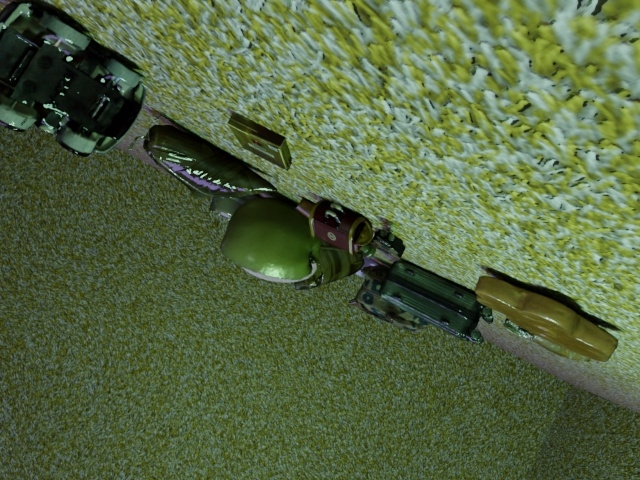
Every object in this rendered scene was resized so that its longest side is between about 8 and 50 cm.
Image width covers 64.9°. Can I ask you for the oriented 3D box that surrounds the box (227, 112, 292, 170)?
[{"bbox_3d":[-0.094,-0.156,0.811,0.090,0.023,0.133,26,175,5],"label":"box"}]

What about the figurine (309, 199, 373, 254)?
[{"bbox_3d":[0.048,-0.039,1.083,0.154,0.082,0.098,24,155,31],"label":"figurine"}]

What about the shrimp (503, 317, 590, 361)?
[{"bbox_3d":[0.568,0.238,1.276,0.253,0.058,0.173,26,-176,-2],"label":"shrimp"}]

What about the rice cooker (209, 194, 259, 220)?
[{"bbox_3d":[-0.281,-0.120,1.702,0.206,0.127,0.145,20,-179,-40],"label":"rice cooker"}]

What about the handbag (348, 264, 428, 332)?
[{"bbox_3d":[0.241,0.194,1.722,0.251,0.190,0.193,21,-176,41],"label":"handbag"}]

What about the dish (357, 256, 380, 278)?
[{"bbox_3d":[0.160,0.108,2.002,0.229,0.081,0.229,27,175,2],"label":"dish"}]

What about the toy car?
[{"bbox_3d":[-0.405,-0.251,0.783,0.235,0.172,0.158,29,-167,-50],"label":"toy car"}]

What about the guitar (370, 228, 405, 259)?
[{"bbox_3d":[0.144,0.001,1.089,0.084,0.038,0.271,26,178,10],"label":"guitar"}]

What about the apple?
[{"bbox_3d":[-0.130,-0.004,1.452,0.258,0.233,0.295,10,171,12],"label":"apple"}]

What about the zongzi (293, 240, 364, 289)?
[{"bbox_3d":[0.000,0.000,1.683,0.286,0.288,0.134,-14,171,-42],"label":"zongzi"}]

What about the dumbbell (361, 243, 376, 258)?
[{"bbox_3d":[0.102,0.008,1.404,0.118,0.046,0.052,29,180,-30],"label":"dumbbell"}]

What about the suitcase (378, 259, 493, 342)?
[{"bbox_3d":[0.331,0.176,1.440,0.312,0.128,0.202,25,175,25],"label":"suitcase"}]

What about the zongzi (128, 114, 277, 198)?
[{"bbox_3d":[-0.249,-0.179,1.124,0.241,0.111,0.247,4,159,28],"label":"zongzi"}]

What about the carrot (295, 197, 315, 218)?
[{"bbox_3d":[0.014,-0.050,1.250,0.161,0.055,0.055,35,175,-9],"label":"carrot"}]

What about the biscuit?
[{"bbox_3d":[0.449,0.156,0.993,0.355,0.052,0.275,30,176,-40],"label":"biscuit"}]
